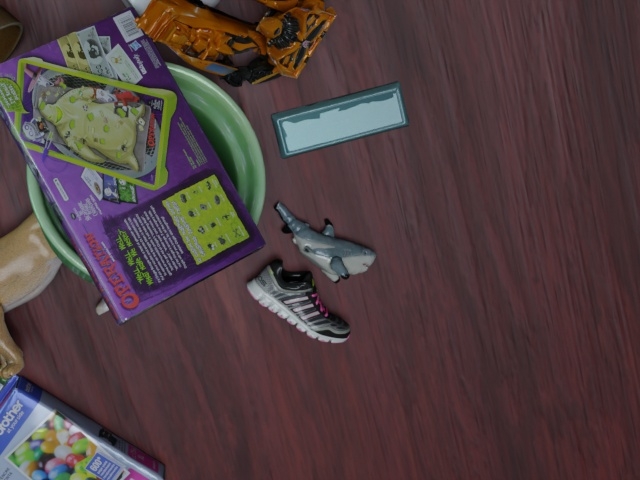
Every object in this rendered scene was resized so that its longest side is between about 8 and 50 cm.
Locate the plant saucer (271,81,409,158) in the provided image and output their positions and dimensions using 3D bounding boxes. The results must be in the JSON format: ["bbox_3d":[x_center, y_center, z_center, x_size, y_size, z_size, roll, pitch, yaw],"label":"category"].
[{"bbox_3d":[0.030,-0.170,1.665,0.192,0.018,0.067,-15,106,-4],"label":"plant saucer"}]

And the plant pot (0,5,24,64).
[{"bbox_3d":[-0.550,-0.285,1.470,0.237,0.237,0.254,-43,94,5],"label":"plant pot"}]

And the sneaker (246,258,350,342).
[{"bbox_3d":[-0.020,0.086,1.698,0.170,0.063,0.075,32,104,-9],"label":"sneaker"}]

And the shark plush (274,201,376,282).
[{"bbox_3d":[0.000,0.000,1.702,0.161,0.073,0.067,34,78,6],"label":"shark plush"}]

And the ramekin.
[{"bbox_3d":[-0.235,-0.071,1.539,0.303,0.148,0.303,3,78,-16],"label":"ramekin"}]

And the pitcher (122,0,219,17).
[{"bbox_3d":[-0.180,-0.384,1.531,0.207,0.125,0.178,-37,106,-6],"label":"pitcher"}]

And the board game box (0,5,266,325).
[{"bbox_3d":[-0.240,-0.095,1.439,0.208,0.056,0.347,-28,88,-24],"label":"board game box"}]

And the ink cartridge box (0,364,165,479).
[{"bbox_3d":[-0.408,0.332,1.716,0.311,0.065,0.186,36,97,-12],"label":"ink cartridge box"}]

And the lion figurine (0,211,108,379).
[{"bbox_3d":[-0.416,0.038,1.617,0.392,0.142,0.240,-32,98,-13],"label":"lion figurine"}]

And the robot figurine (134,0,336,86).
[{"bbox_3d":[-0.092,-0.291,1.508,0.291,0.085,0.211,9,120,-52],"label":"robot figurine"}]
